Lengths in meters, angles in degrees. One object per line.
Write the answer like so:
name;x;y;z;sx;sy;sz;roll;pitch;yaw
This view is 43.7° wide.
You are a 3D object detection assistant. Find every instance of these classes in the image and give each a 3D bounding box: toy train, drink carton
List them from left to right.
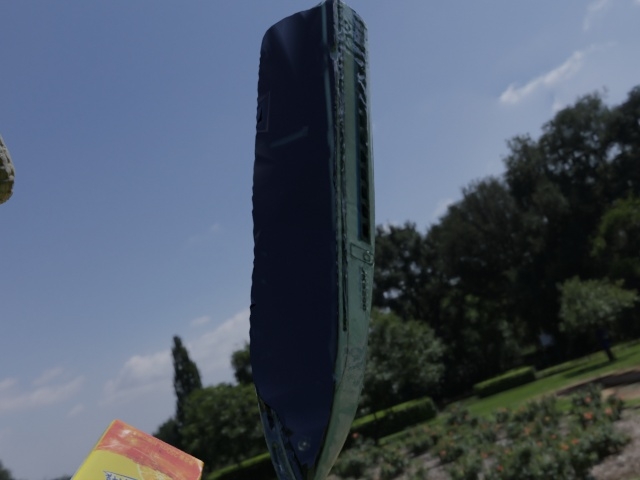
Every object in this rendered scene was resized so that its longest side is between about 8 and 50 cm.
drink carton;-0.249;0.351;0.967;0.111;0.154;0.351;-62;4;5
toy train;0.000;0.000;0.397;0.055;0.252;0.048;-14;-26;33

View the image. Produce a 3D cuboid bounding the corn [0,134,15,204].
corn;-0.292;-0.107;0.570;0.087;0.211;0.087;-26;-2;-1
